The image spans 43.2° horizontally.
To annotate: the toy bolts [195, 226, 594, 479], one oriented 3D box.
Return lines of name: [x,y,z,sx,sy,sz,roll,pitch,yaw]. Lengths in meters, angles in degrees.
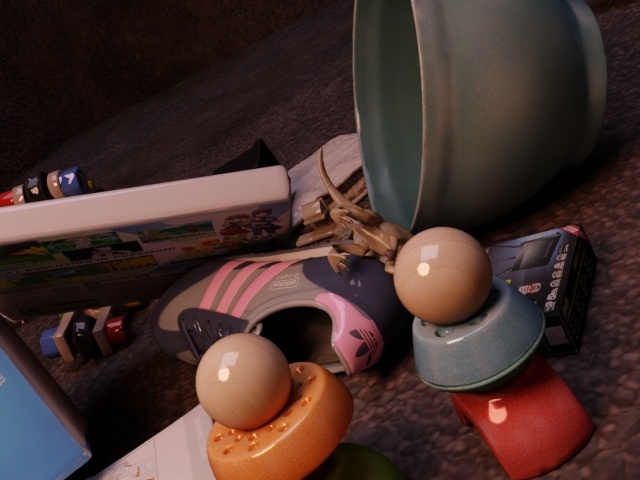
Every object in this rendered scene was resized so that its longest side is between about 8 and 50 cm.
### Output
toy bolts: [0.048,0.104,0.477,0.228,0.158,0.218,-35,21,-9]

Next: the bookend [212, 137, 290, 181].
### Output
bookend: [-0.122,-0.034,1.023,0.157,0.072,0.156,-30,26,14]

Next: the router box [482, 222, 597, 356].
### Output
router box: [0.160,0.042,0.633,0.092,0.038,0.122,-17,25,34]

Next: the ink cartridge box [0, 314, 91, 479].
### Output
ink cartridge box: [-0.411,0.241,0.704,0.395,0.166,0.285,-39,5,-18]

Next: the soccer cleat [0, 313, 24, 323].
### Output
soccer cleat: [-0.485,0.074,1.370,0.248,0.095,0.083,-19,24,29]

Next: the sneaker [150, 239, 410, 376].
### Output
sneaker: [-0.066,0.082,0.752,0.319,0.112,0.131,-17,22,37]

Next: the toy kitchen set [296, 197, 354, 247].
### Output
toy kitchen set: [0.000,0.000,0.907,0.083,0.068,0.075,-20,24,29]

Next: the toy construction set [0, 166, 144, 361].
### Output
toy construction set: [-0.350,0.051,1.134,0.309,0.257,0.237,-41,3,4]

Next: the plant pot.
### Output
plant pot: [0.154,-0.150,0.795,0.196,0.293,0.293,-6,19,-8]

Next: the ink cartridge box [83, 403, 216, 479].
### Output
ink cartridge box: [-0.151,0.252,0.557,0.239,0.060,0.275,-32,20,-4]

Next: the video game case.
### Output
video game case: [-0.193,0.014,0.810,0.328,0.036,0.300,-9,-15,-5]

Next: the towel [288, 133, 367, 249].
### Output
towel: [-0.012,-0.070,1.111,0.282,0.049,0.187,-40,23,-23]

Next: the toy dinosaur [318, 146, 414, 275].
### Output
toy dinosaur: [0.041,-0.009,0.687,0.092,0.183,0.053,-20,-40,-55]
